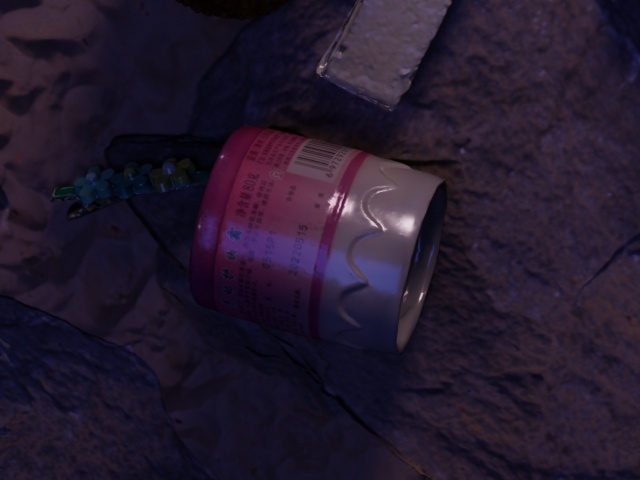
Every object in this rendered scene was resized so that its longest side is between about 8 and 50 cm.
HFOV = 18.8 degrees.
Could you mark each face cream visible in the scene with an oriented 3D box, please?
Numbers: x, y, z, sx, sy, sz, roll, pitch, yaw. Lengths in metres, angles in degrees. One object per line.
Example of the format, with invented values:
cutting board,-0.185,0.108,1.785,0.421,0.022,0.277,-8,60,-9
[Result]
face cream,0.000,0.000,1.730,0.195,0.175,0.175,15,117,12

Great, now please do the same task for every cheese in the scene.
cheese,0.115,-0.287,1.645,0.085,0.034,0.400,31,119,3

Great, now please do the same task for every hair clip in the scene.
hair clip,-0.182,-0.051,1.839,0.173,0.049,0.049,-11,109,23

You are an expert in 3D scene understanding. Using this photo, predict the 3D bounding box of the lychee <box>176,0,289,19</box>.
lychee,-0.081,-0.282,1.632,0.194,0.194,0.194,7,115,15
